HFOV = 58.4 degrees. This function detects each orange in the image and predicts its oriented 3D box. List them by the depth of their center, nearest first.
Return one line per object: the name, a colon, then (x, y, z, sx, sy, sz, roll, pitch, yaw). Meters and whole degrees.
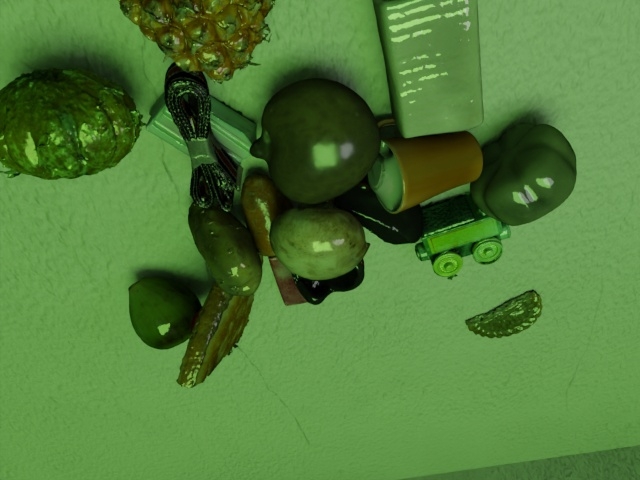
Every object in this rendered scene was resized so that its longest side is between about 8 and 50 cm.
orange: (-0.530, -0.246, 1.189, 0.301, 0.300, 0.223, 16, 126, 40)

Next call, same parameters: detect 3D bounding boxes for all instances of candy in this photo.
candy: (0.241, -0.399, 1.239, 0.208, 0.145, 0.359, -13, 134, 5)

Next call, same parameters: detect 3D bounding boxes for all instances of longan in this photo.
longan: (-0.012, -0.225, 1.314, 0.300, 0.243, 0.300, 1, 117, 3)

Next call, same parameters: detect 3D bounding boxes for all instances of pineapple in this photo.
pineapple: (-0.209, -0.474, 1.065, 0.344, 0.209, 0.286, 31, 124, -30)

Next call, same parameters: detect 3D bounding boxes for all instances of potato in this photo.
potato: (-0.250, 0.009, 1.495, 0.141, 0.296, 0.192, -33, 162, -9)

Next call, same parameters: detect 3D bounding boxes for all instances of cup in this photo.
cup: (0.243, -0.199, 1.397, 0.263, 0.226, 0.182, -16, 171, -16)

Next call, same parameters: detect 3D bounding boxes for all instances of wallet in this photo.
wallet: (-0.081, 0.118, 1.793, 0.119, 0.025, 0.232, -10, 134, 4)

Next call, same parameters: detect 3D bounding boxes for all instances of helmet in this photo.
helmet: (0.021, 0.070, 1.639, 0.215, 0.193, 0.189, 18, 135, -12)

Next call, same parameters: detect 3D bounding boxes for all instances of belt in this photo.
belt: (-0.262, -0.219, 1.265, 0.126, 0.094, 0.360, -7, 135, 5)

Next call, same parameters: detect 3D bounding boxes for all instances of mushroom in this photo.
mushroom: (0.000, 0.000, 1.420, 0.254, 0.184, 0.255, -3, 143, -2)

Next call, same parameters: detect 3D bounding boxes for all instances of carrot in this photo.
carrot: (-0.142, -0.083, 1.525, 0.159, 0.159, 0.225, -15, 121, 8)

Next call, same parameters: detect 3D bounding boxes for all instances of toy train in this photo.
toy train: (0.396, -0.021, 1.627, 0.271, 0.159, 0.188, -17, 128, 11)

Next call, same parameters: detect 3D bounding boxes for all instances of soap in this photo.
soap: (-0.270, -0.265, 1.348, 0.230, 0.091, 0.145, 32, 126, -32)

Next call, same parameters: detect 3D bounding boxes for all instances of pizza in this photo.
pizza: (-0.297, 0.239, 1.716, 0.130, 0.440, 0.406, 23, 161, 6)

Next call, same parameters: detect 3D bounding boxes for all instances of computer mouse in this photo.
computer mouse: (0.167, -0.100, 1.497, 0.295, 0.168, 0.087, 28, 146, -25)

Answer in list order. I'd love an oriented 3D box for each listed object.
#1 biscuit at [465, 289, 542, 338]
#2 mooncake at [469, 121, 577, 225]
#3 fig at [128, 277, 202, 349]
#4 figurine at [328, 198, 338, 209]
biscuit: (0.673, 0.283, 2.040, 0.273, 0.036, 0.187, -33, 129, 24)
mooncake: (0.493, -0.171, 1.420, 0.135, 0.275, 0.275, 38, 120, -26)
fig: (-0.465, 0.214, 1.716, 0.207, 0.207, 0.230, -12, 130, 5)
figurine: (0.018, -0.092, 1.576, 0.143, 0.068, 0.101, 40, 116, -22)
